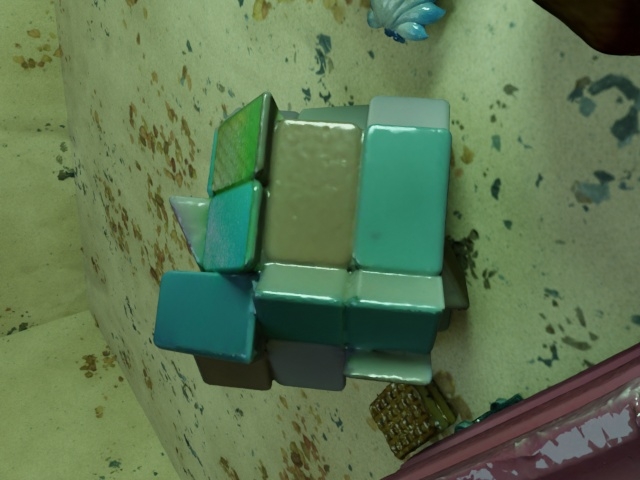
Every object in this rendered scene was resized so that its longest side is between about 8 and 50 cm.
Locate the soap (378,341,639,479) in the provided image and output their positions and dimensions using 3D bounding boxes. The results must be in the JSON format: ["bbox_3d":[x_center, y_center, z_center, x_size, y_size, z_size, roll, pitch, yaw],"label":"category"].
[{"bbox_3d":[0.185,0.220,0.565,0.359,0.233,0.128,-42,71,36],"label":"soap"}]

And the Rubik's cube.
[{"bbox_3d":[0.000,0.000,0.752,0.368,0.359,0.386,-77,-11,-63],"label":"Rubik's cube"}]

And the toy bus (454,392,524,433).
[{"bbox_3d":[0.204,0.281,0.795,0.103,0.091,0.182,55,142,22],"label":"toy bus"}]

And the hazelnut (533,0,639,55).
[{"bbox_3d":[0.212,-0.247,0.423,0.251,0.217,0.217,-106,21,-47],"label":"hazelnut"}]

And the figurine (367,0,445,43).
[{"bbox_3d":[0.102,-0.278,0.701,0.114,0.079,0.114,-29,48,38],"label":"figurine"}]

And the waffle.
[{"bbox_3d":[0.132,0.257,0.939,0.102,0.042,0.148,59,146,23],"label":"waffle"}]
